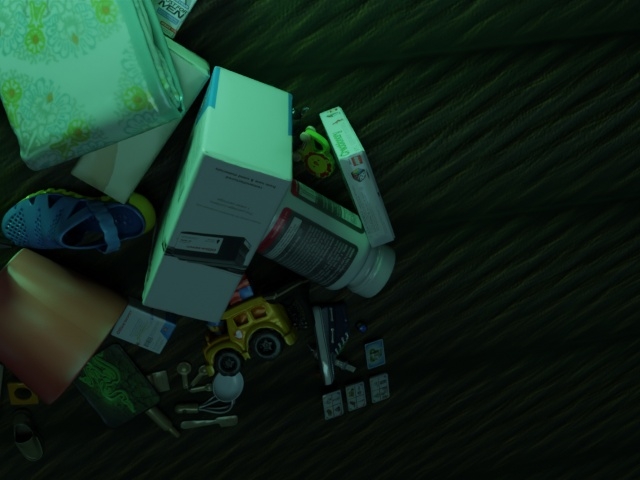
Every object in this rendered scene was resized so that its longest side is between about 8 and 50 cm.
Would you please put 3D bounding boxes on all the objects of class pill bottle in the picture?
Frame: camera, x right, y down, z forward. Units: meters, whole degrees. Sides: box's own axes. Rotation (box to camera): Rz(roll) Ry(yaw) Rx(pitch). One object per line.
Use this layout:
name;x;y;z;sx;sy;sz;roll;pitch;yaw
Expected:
pill bottle;0.000;0.000;1.584;0.319;0.176;0.176;29;107;-20

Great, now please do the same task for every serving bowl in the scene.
serving bowl;-0.230;0.349;1.774;0.083;0.027;0.083;0;91;-35

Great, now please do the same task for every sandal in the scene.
sandal;-0.507;-0.032;1.489;0.318;0.138;0.126;-5;118;9

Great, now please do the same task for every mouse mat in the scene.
mouse mat;-0.491;0.349;1.737;0.153;0.007;0.189;-32;105;6

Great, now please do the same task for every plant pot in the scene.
plant pot;-0.581;0.162;1.529;0.243;0.275;0.275;39;103;-13

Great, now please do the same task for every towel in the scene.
towel;-0.441;-0.348;1.305;0.321;0.090;0.374;-17;94;17

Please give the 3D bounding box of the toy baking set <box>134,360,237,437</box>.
toy baking set;-0.323;0.402;1.793;0.197;0.030;0.256;-30;116;4

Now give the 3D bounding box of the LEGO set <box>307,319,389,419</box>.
LEGO set;0.073;0.314;1.826;0.183;0.060;0.244;-17;118;-15

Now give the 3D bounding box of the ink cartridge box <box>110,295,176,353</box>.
ink cartridge box;-0.404;0.193;1.671;0.123;0.052;0.088;26;107;-21

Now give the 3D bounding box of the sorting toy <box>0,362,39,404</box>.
sorting toy;-0.824;0.338;1.671;0.348;0.047;0.195;10;116;-14

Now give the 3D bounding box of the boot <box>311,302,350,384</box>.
boot;0.034;0.241;1.724;0.086;0.069;0.189;-8;84;-9

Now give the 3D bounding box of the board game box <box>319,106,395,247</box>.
board game box;0.069;-0.136;1.462;0.053;0.305;0.192;-21;115;2

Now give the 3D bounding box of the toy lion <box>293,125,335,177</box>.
toy lion;-0.008;-0.180;1.547;0.096;0.034;0.100;33;140;2

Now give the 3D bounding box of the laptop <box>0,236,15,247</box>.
laptop;-0.850;0.071;1.393;0.382;0.408;0.236;16;79;-34

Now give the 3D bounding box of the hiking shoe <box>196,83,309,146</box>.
hiking shoe;-0.141;-0.276;1.498;0.227;0.086;0.114;22;93;-22

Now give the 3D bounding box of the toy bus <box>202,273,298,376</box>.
toy bus;-0.187;0.179;1.662;0.220;0.149;0.211;-24;103;4

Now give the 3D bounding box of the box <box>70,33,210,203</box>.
box;-0.349;-0.243;1.432;0.121;0.148;0.311;32;104;-20

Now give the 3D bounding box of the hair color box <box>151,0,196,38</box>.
hair color box;-0.275;-0.481;1.386;0.093;0.053;0.167;31;105;-20

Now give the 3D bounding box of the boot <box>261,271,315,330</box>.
boot;-0.058;0.149;1.615;0.077;0.198;0.136;-9;96;25

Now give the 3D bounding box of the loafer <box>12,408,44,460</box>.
loafer;-0.707;0.475;1.749;0.056;0.050;0.147;-13;116;-3

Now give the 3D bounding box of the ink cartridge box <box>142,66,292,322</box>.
ink cartridge box;-0.199;-0.079;1.397;0.166;0.285;0.394;17;130;-17
